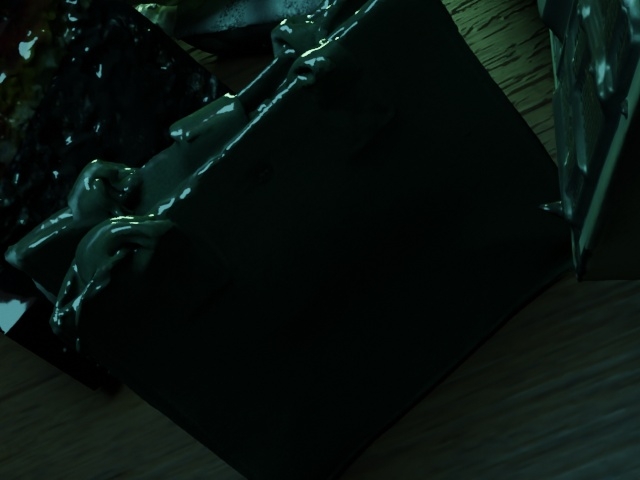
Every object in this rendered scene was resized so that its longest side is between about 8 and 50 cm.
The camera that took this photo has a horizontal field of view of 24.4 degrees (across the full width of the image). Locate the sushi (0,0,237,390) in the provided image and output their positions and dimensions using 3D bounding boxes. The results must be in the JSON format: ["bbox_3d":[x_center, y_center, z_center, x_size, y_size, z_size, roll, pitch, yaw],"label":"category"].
[{"bbox_3d":[-0.201,-0.067,1.014,0.215,0.212,0.227,26,80,48],"label":"sushi"}]

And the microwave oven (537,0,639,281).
[{"bbox_3d":[0.257,-0.209,0.658,0.333,0.247,0.394,-1,65,-2],"label":"microwave oven"}]

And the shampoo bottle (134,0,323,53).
[{"bbox_3d":[-0.061,-0.169,1.111,0.207,0.057,0.064,-2,74,39],"label":"shampoo bottle"}]

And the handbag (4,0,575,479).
[{"bbox_3d":[0.001,0.001,0.786,0.247,0.260,0.079,-42,48,-1],"label":"handbag"}]

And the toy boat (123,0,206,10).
[{"bbox_3d":[-0.054,-0.257,1.034,0.276,0.084,0.111,-38,43,34],"label":"toy boat"}]
